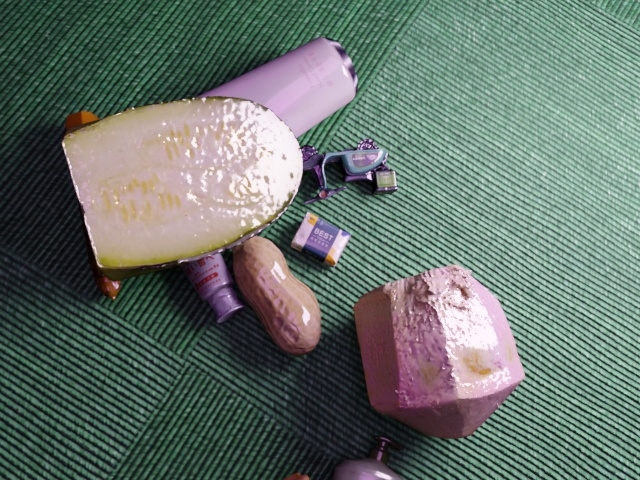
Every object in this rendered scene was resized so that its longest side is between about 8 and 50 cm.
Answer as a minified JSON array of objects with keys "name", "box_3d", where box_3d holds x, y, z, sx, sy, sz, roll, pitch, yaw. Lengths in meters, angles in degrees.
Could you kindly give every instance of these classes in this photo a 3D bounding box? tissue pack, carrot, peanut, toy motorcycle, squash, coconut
[{"name":"tissue pack","box_3d":[0.000,0.000,1.214,0.083,0.042,0.062,28,76,1]},{"name":"carrot","box_3d":[-0.362,-0.056,1.173,0.066,0.066,0.314,-10,78,-10]},{"name":"peanut","box_3d":[-0.069,0.082,1.159,0.099,0.090,0.214,-31,82,-25]},{"name":"toy motorcycle","box_3d":[0.040,-0.119,1.245,0.173,0.058,0.100,-5,81,-11]},{"name":"squash","box_3d":[-0.178,-0.091,1.085,0.309,0.210,0.233,-14,92,1]},{"name":"coconut","box_3d":[0.176,0.174,1.099,0.233,0.233,0.245,-11,74,-10]}]

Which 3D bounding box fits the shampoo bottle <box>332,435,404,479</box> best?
[{"name":"shampoo bottle","box_3d":[0.059,0.406,1.089,0.118,0.087,0.234,22,73,-2]}]

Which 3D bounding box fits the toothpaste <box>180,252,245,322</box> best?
[{"name":"toothpaste","box_3d":[-0.199,0.020,1.180,0.089,0.057,0.234,-33,76,7]}]

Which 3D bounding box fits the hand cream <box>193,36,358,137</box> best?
[{"name":"hand cream","box_3d":[-0.111,-0.210,1.226,0.359,0.118,0.185,-32,89,-5]}]

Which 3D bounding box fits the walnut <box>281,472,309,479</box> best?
[{"name":"walnut","box_3d":[-0.120,0.458,0.999,0.209,0.209,0.336,38,66,4]}]
